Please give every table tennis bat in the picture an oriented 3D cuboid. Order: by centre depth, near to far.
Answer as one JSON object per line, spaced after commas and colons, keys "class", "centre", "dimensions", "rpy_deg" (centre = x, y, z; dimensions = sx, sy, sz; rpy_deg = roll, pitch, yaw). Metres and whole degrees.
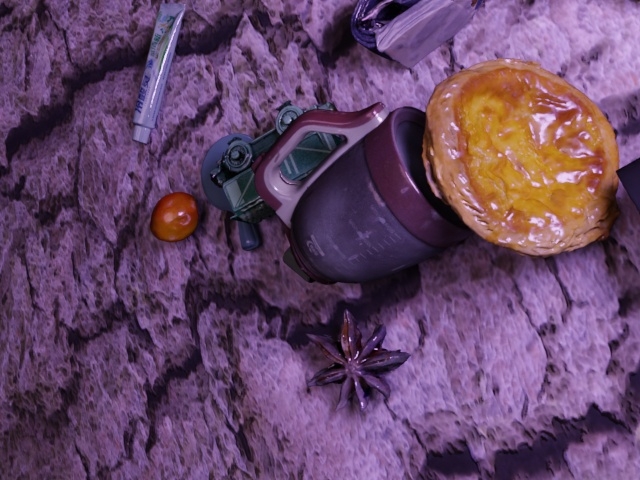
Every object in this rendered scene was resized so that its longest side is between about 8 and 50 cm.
{"class": "table tennis bat", "centre": [-0.159, -0.094, 1.678], "dimensions": [0.149, 0.038, 0.237], "rpy_deg": [-22, 73, 21]}

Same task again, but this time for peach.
{"class": "peach", "centre": [-0.292, -0.046, 1.712], "dimensions": [0.100, 0.100, 0.101], "rpy_deg": [-2, 86, 30]}

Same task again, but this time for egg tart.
{"class": "egg tart", "centre": [0.293, -0.117, 1.309], "dimensions": [0.341, 0.341, 0.129], "rpy_deg": [69, 153, 15]}

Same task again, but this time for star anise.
{"class": "star anise", "centre": [0.060, 0.210, 1.515], "dimensions": [0.204, 0.061, 0.181], "rpy_deg": [-42, 74, 25]}

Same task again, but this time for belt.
{"class": "belt", "centre": [0.162, -0.402, 1.459], "dimensions": [0.230, 0.126, 0.140], "rpy_deg": [-32, 70, 23]}

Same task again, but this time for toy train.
{"class": "toy train", "centre": [-0.070, -0.145, 1.575], "dimensions": [0.269, 0.115, 0.154], "rpy_deg": [-28, 77, 14]}

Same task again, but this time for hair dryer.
{"class": "hair dryer", "centre": [0.000, 0.000, 1.583], "dimensions": [0.071, 0.047, 0.150], "rpy_deg": [38, 95, 24]}

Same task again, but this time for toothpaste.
{"class": "toothpaste", "centre": [-0.342, -0.349, 1.795], "dimensions": [0.074, 0.048, 0.297], "rpy_deg": [15, 91, 36]}

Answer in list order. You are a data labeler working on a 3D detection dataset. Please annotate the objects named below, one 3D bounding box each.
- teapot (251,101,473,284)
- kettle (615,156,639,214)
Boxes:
{"class": "teapot", "centre": [0.053, -0.074, 1.420], "dimensions": [0.312, 0.233, 0.315], "rpy_deg": [-33, 103, 31]}
{"class": "kettle", "centre": [0.592, -0.071, 1.136], "dimensions": [0.308, 0.203, 0.262], "rpy_deg": [-35, 45, 21]}
